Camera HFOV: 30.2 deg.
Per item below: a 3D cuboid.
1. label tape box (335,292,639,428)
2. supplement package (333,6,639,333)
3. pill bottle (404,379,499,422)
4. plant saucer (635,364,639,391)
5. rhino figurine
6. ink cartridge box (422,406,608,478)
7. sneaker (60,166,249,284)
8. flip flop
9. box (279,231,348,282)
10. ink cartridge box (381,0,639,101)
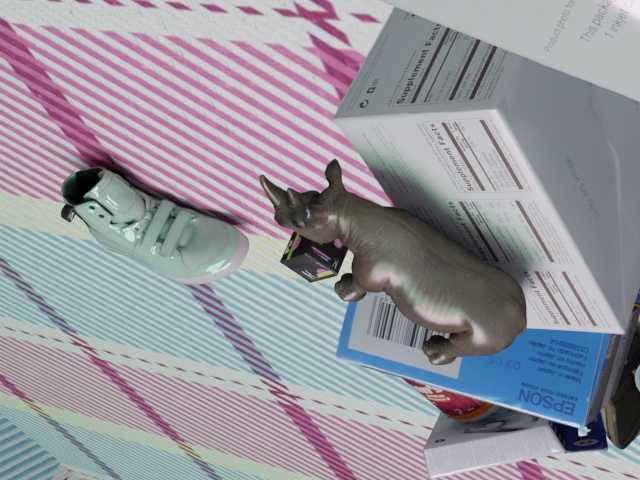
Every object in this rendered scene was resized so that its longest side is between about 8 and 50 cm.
[{"bbox_3d":[0.190,0.087,1.207,0.241,0.105,0.334,14,-174,20],"label":"label tape box"},{"bbox_3d":[0.164,-0.084,0.954,0.145,0.204,0.262,1,141,38],"label":"supplement package"},{"bbox_3d":[0.142,0.129,1.497,0.121,0.121,0.221,-6,142,46],"label":"pill bottle"},{"bbox_3d":[0.462,0.155,1.357,0.195,0.037,0.195,13,148,8],"label":"plant saucer"},{"bbox_3d":[0.056,0.014,0.918,0.243,0.073,0.106,34,155,-7],"label":"rhino figurine"},{"bbox_3d":[0.256,0.245,1.544,0.224,0.045,0.223,-12,-178,12],"label":"ink cartridge box"},{"bbox_3d":[-0.225,-0.023,1.537,0.256,0.094,0.151,12,158,28],"label":"sneaker"},{"bbox_3d":[0.340,0.156,1.420,0.080,0.112,0.277,35,172,48],"label":"flip flop"},{"bbox_3d":[0.000,0.000,1.412,0.052,0.083,0.062,35,152,-22],"label":"box"},{"bbox_3d":[0.090,-0.265,0.605,0.385,0.279,0.160,22,156,4],"label":"ink cartridge box"}]
